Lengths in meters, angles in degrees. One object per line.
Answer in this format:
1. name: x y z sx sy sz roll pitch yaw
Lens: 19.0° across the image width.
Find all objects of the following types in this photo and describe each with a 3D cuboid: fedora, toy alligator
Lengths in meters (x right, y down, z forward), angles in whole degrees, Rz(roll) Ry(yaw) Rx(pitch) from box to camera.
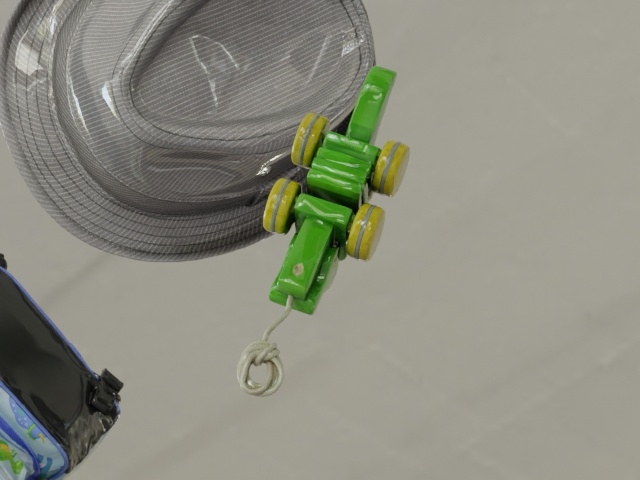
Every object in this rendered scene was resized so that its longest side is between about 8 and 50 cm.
1. fedora: -0.072 -0.114 1.294 0.275 0.243 0.124 -19 3 -21
2. toy alligator: 0.000 0.000 0.967 0.056 0.189 0.051 18 -20 11

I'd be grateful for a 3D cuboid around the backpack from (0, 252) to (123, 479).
1. backpack: -0.161 0.080 0.845 0.105 0.084 0.114 47 -46 -2
